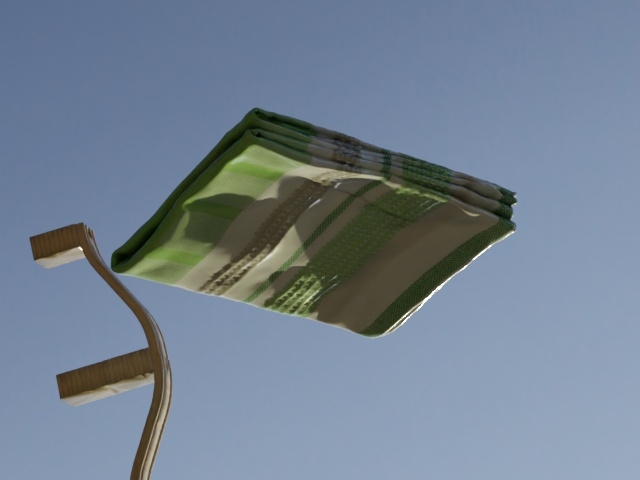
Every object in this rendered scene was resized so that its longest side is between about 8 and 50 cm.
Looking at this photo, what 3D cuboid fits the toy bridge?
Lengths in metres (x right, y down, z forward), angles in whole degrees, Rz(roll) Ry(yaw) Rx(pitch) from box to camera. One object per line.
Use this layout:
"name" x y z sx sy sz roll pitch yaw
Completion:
"toy bridge" -0.117 0.078 0.949 0.063 0.188 0.026 -17 -20 7

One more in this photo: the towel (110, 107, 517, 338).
"towel" 0.000 0.000 0.730 0.152 0.023 0.113 14 -45 -37
